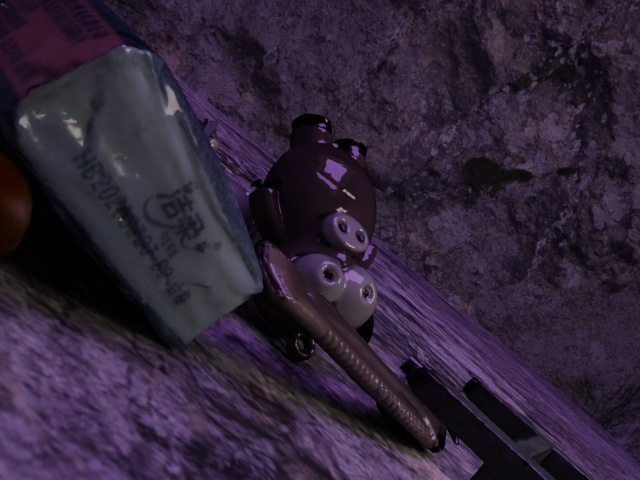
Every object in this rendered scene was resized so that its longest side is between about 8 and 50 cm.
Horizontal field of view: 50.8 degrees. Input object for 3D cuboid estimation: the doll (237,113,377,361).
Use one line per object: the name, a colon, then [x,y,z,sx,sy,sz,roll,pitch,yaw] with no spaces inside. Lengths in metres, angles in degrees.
doll: [-0.001,-0.001,0.705,0.182,0.117,0.258,27,53,-33]

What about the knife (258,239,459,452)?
knife: [0.039,0.116,0.625,0.365,0.043,0.089,48,6,-43]

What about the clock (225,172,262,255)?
clock: [-0.144,-0.061,0.963,0.215,0.042,0.215,40,7,-6]

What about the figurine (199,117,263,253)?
figurine: [-0.116,-0.039,0.734,0.154,0.132,0.132,51,3,-21]

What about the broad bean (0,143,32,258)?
broad bean: [-0.200,-0.029,0.323,0.165,0.084,0.114,41,-2,45]

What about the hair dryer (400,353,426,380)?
hair dryer: [0.133,0.189,0.945,0.047,0.026,0.083,41,11,11]

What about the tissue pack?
tissue pack: [-0.175,-0.095,0.504,0.316,0.103,0.228,45,-14,40]

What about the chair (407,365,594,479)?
chair: [0.120,0.202,0.320,0.270,0.147,0.136,42,7,29]

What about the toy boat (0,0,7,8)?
toy boat: [-0.276,-0.193,0.412,0.220,0.067,0.291,-1,43,-3]
